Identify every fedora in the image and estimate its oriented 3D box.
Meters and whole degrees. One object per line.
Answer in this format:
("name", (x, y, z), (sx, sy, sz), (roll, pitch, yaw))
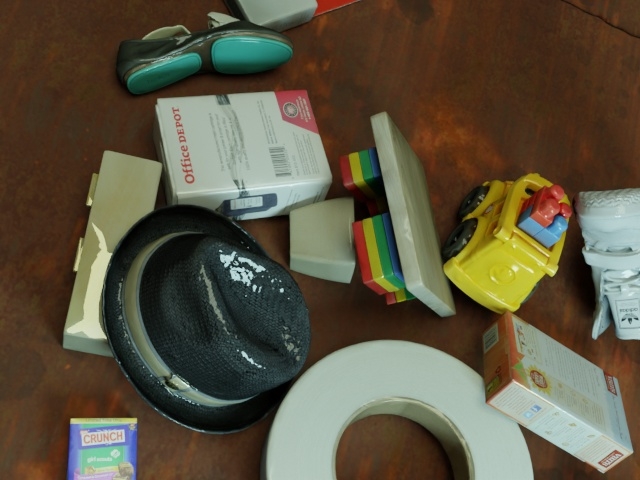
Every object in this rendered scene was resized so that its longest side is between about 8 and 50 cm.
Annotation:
("fedora", (-0.122, 0.097, 1.266), (0.334, 0.152, 0.334), (12, 72, -39))

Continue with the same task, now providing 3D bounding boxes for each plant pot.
("plant pot", (0.000, 0.000, 1.419), (0.096, 0.109, 0.109), (0, 72, -4))

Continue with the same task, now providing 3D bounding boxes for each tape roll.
("tape roll", (0.109, 0.332, 1.323), (0.392, 0.072, 0.392), (5, 62, -10))

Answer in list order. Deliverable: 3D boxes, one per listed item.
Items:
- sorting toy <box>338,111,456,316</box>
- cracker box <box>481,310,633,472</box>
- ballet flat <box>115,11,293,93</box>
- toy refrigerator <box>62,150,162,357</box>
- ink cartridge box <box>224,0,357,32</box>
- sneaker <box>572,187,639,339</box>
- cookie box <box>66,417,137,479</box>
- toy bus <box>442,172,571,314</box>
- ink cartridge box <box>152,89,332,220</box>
("sorting toy", (0.111, -0.022, 1.393), (0.089, 0.255, 0.257), (-15, 72, 15))
("cracker box", (0.353, 0.227, 1.409), (0.232, 0.067, 0.156), (31, 33, -14))
("ballet flat", (-0.185, -0.307, 1.464), (0.280, 0.095, 0.096), (-13, 63, -15))
("toy refrigerator", (-0.298, 0.019, 1.322), (0.094, 0.102, 0.269), (13, 70, -12))
("ink cartridge box", (-0.079, -0.494, 1.579), (0.239, 0.060, 0.275), (-26, 81, -21))
("sneaker", (0.476, 0.044, 1.443), (0.137, 0.366, 0.210), (-3, 79, 25))
("cookie box", (-0.295, 0.295, 1.266), (0.092, 0.040, 0.107), (2, 71, -15))
("toy bus", (0.313, -0.028, 1.443), (0.149, 0.211, 0.220), (34, 48, -7))
("ink cartridge box", (-0.122, -0.126, 1.409), (0.237, 0.100, 0.172), (-7, 63, -18))
